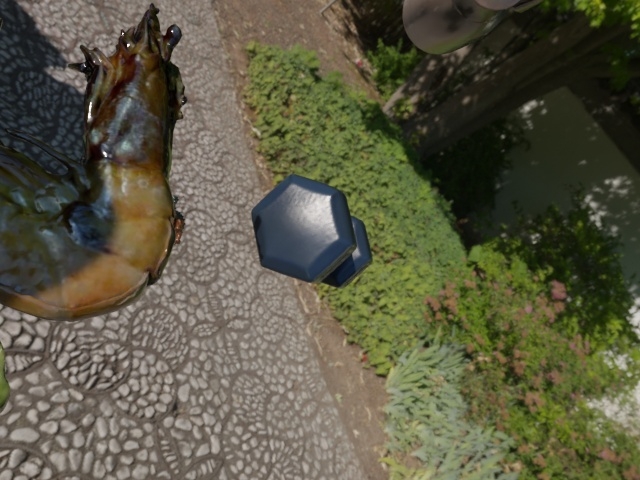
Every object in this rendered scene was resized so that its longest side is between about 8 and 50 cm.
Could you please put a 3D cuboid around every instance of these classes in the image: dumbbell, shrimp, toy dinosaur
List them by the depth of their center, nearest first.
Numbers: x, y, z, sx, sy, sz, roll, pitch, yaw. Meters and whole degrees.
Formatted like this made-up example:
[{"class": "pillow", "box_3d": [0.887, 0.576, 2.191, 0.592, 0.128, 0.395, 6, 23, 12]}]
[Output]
[{"class": "shrimp", "box_3d": [-0.188, -0.083, 0.339, 0.178, 0.075, 0.289, 16, 60, -35]}, {"class": "dumbbell", "box_3d": [0.000, 0.000, 0.815, 0.325, 0.144, 0.159, 29, 50, -76]}, {"class": "toy dinosaur", "box_3d": [-0.297, -0.036, 0.973, 0.049, 0.154, 0.055, 15, 50, -6]}]

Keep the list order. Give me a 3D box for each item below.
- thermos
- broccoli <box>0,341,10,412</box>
[{"class": "thermos", "box_3d": [0.184, -0.282, 0.554, 0.193, 0.137, 0.104, -109, -160, -76]}, {"class": "broccoli", "box_3d": [-0.375, 0.156, 0.363, 0.347, 0.281, 0.293, -100, 165, -54]}]
